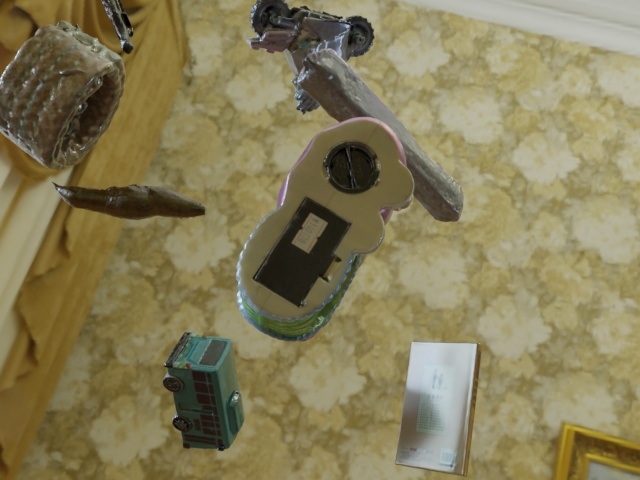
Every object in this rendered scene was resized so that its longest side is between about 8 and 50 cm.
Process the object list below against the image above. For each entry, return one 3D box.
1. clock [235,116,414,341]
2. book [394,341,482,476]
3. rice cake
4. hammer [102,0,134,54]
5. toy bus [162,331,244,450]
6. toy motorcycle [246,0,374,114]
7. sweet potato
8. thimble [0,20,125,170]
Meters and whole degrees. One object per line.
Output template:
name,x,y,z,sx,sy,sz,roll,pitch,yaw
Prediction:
clock,0.000,0.000,0.680,0.100,0.194,0.195,33,-8,6
book,0.157,0.221,1.017,0.012,0.172,0.118,23,-19,-40
rice cake,0.106,-0.170,1.257,0.399,0.070,0.064,42,-39,-25
hammer,-0.292,-0.375,0.933,0.027,0.125,0.297,-23,-38,-7
toy bus,-0.158,0.215,1.059,0.091,0.079,0.160,5,-58,13
toy motorcycle,-0.028,-0.329,1.393,0.239,0.204,0.108,11,22,-12
sweet potato,-0.336,-0.068,1.328,0.273,0.067,0.067,7,-22,-4
thimble,-0.454,-0.247,1.312,0.148,0.196,0.229,34,-50,2
